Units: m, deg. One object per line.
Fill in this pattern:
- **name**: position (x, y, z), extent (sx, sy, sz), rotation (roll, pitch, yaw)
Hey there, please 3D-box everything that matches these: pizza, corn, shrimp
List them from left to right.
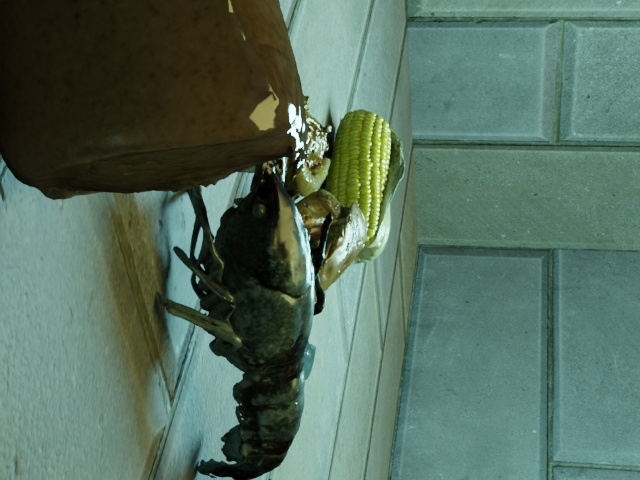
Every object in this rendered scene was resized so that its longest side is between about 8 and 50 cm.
- **shrimp**: position (-0.071, 0.076, 1.204), extent (0.221, 0.166, 0.410), rotation (-30, 121, -46)
- **pizza**: position (-0.023, -0.130, 1.712), extent (0.271, 0.056, 0.134), rotation (57, 44, -75)
- **corn**: position (0.069, -0.098, 2.043), extent (0.123, 0.122, 0.305), rotation (-43, -149, 49)

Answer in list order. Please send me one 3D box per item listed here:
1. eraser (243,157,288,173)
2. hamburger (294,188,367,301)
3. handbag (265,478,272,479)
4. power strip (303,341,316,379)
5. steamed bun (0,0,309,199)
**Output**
- **eraser**: position (-0.088, -0.175, 1.202), extent (0.052, 0.096, 0.225), rotation (-76, 164, -54)
- **hamburger**: position (0.000, 0.000, 1.575), extent (0.124, 0.131, 0.262), rotation (53, 14, -3)
- **handbag**: position (-0.023, 0.300, 1.222), extent (0.260, 0.248, 0.079), rotation (19, 67, -78)
- **power strip**: position (-0.041, 0.118, 1.683), extent (0.137, 0.044, 0.216), rotation (-75, 164, -50)
- **steamed bun**: position (-0.125, -0.138, 0.753), extent (0.301, 0.199, 0.251), rotation (-50, 124, -88)
